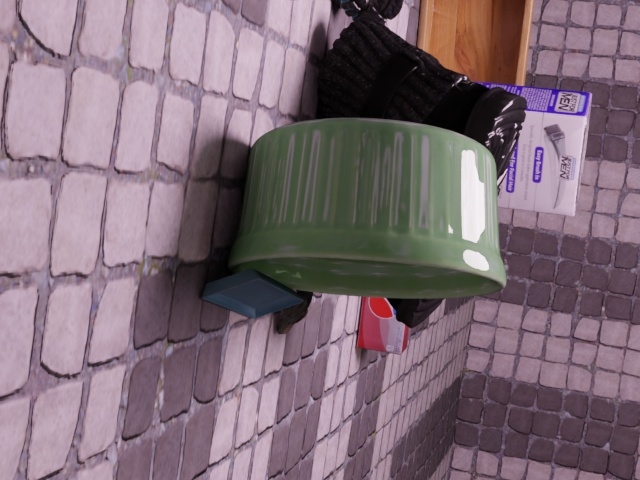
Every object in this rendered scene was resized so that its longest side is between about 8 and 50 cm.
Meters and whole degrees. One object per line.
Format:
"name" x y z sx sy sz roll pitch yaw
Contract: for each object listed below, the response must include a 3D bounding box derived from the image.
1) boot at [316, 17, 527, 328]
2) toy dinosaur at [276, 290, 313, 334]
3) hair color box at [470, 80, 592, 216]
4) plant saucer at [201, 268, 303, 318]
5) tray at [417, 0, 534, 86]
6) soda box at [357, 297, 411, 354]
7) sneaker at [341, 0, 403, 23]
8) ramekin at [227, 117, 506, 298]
"boot" 0.095 -0.088 1.395 0.131 0.260 0.348 -11 125 -59
"toy dinosaur" 0.000 0.000 1.440 0.118 0.064 0.268 31 65 -67
"hair color box" 0.270 -0.162 1.795 0.110 0.339 0.185 -59 153 -53
"plant saucer" -0.073 0.060 1.200 0.192 0.067 0.018 40 32 -72
"tray" 0.282 -0.303 2.022 0.076 0.203 0.411 -46 142 -67
"soda box" 0.127 0.061 1.892 0.092 0.083 0.263 -21 118 -74
"sneaker" 0.066 -0.428 1.383 0.122 0.110 0.283 -90 -173 -48
"ramekin" 0.054 -0.029 1.178 0.303 0.303 0.148 38 55 -73
